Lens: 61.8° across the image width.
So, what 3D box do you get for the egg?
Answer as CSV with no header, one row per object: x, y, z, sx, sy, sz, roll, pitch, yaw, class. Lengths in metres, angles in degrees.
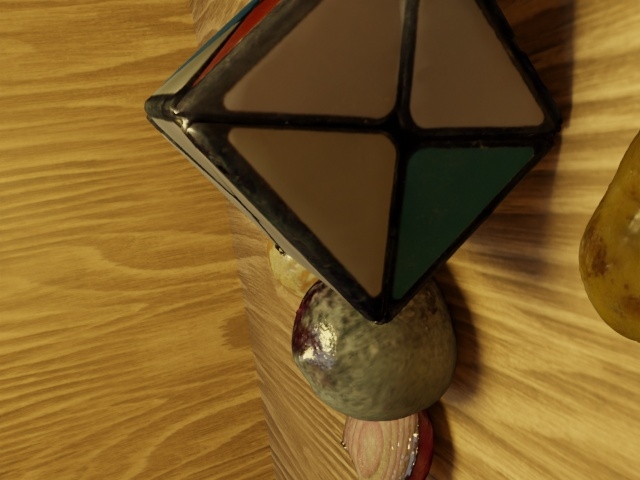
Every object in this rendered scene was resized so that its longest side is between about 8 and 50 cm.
0.000,0.000,1.029,0.203,0.203,0.245,34,108,63,egg

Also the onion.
0.148,0.357,0.993,0.250,0.111,0.247,-120,47,-64,onion

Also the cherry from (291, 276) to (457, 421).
0.088,0.147,0.822,0.218,0.296,0.255,-5,92,42,cherry

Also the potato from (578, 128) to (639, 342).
0.282,-0.075,0.281,0.176,0.195,0.369,36,130,29,potato

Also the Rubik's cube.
0.025,-0.138,0.609,0.310,0.305,0.307,47,173,-28,Rubik's cube
